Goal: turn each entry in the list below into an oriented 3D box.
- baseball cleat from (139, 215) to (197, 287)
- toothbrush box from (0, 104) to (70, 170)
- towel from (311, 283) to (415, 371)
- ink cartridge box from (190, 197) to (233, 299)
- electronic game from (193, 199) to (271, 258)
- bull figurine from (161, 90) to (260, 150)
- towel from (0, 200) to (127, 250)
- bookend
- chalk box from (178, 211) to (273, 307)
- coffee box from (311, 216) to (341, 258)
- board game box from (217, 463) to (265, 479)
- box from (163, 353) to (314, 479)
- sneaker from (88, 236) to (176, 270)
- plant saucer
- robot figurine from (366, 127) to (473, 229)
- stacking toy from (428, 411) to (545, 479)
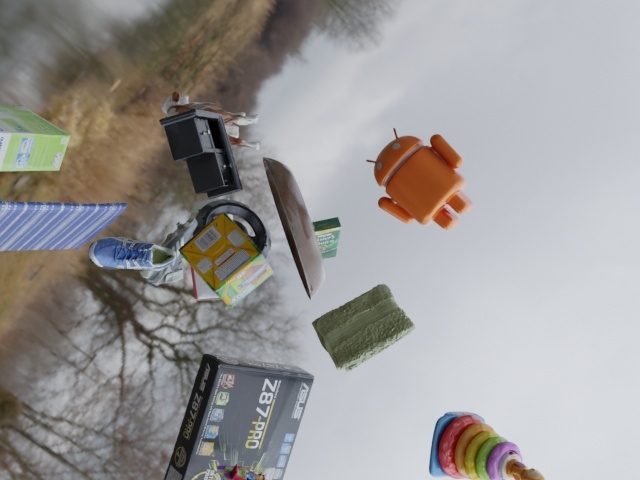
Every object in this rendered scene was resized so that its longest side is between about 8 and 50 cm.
[{"bbox_3d":[-0.382,0.037,2.079,0.206,0.109,0.072,-46,-162,-11],"label":"baseball cleat"},{"bbox_3d":[-0.883,-0.288,2.193,0.283,0.206,0.122,-13,130,-63],"label":"toothbrush box"},{"bbox_3d":[0.069,0.141,1.285,0.148,0.110,0.027,-28,149,-10],"label":"towel"},{"bbox_3d":[-0.336,0.023,2.470,0.131,0.226,0.306,-6,-159,-4],"label":"ink cartridge box"},{"bbox_3d":[-0.246,-0.015,2.200,0.048,0.229,0.229,-48,-172,51],"label":"electronic game"},{"bbox_3d":[-0.261,-0.279,1.851,0.310,0.189,0.101,-138,-123,-61],"label":"bull figurine"},{"bbox_3d":[-0.597,-0.034,1.589,0.336,0.040,0.243,-1,161,-43],"label":"towel"},{"bbox_3d":[-0.220,-0.158,1.470,0.072,0.156,0.157,-15,-178,12],"label":"bookend"},{"bbox_3d":[-0.198,0.053,1.731,0.132,0.132,0.213,-42,163,-6],"label":"chalk box"},{"bbox_3d":[0.000,0.000,2.432,0.184,0.113,0.040,100,-24,-58],"label":"coffee box"},{"bbox_3d":[-0.168,0.568,1.890,0.133,0.169,0.033,32,-88,35],"label":"board game box"},{"bbox_3d":[-0.213,0.507,2.047,0.097,0.318,0.394,20,-87,49],"label":"box"},{"bbox_3d":[-0.430,0.028,1.812,0.081,0.211,0.080,-12,-101,49],"label":"sneaker"},{"bbox_3d":[-0.050,-0.031,1.620,0.050,0.310,0.310,-19,-168,-4],"label":"plant saucer"},{"bbox_3d":[0.193,-0.115,1.535,0.128,0.219,0.158,-39,167,-29],"label":"robot figurine"},{"bbox_3d":[0.416,0.527,1.885,0.302,0.175,0.165,10,-89,57],"label":"stacking toy"}]
